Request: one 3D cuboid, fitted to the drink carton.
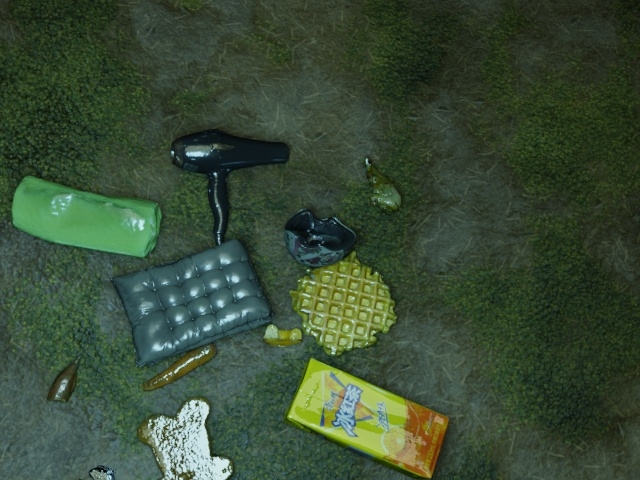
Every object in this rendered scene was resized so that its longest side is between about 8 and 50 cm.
[{"bbox_3d":[0.104,0.413,1.602,0.351,0.111,0.154,23,67,0],"label":"drink carton"}]

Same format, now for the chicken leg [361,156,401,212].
[{"bbox_3d":[0.151,-0.147,1.834,0.093,0.070,0.178,-9,63,-31],"label":"chicken leg"}]

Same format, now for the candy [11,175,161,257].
[{"bbox_3d":[-0.554,-0.055,1.649,0.344,0.132,0.142,13,111,-3],"label":"candy"}]

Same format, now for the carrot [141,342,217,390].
[{"bbox_3d":[-0.325,0.296,1.604,0.191,0.047,0.047,-33,79,-13],"label":"carrot"}]

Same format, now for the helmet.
[{"bbox_3d":[-0.010,0.010,1.718,0.177,0.107,0.153,20,30,3],"label":"helmet"}]

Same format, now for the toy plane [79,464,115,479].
[{"bbox_3d":[-0.460,0.523,1.502,0.121,0.031,0.049,21,74,0],"label":"toy plane"}]

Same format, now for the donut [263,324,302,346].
[{"bbox_3d":[-0.089,0.226,1.659,0.083,0.067,0.038,-15,51,19],"label":"donut"}]

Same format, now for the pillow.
[{"bbox_3d":[-0.298,0.136,1.608,0.326,0.101,0.228,-21,70,-10],"label":"pillow"}]

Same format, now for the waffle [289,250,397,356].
[{"bbox_3d":[0.059,0.156,1.718,0.254,0.052,0.245,-27,76,-17],"label":"waffle"}]

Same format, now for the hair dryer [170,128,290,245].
[{"bbox_3d":[-0.222,-0.106,1.756,0.304,0.120,0.359,1,80,-25],"label":"hair dryer"}]

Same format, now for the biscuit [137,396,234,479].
[{"bbox_3d":[-0.291,0.512,1.527,0.197,0.049,0.301,-20,74,-7],"label":"biscuit"}]

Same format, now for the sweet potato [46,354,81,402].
[{"bbox_3d":[-0.566,0.310,1.550,0.049,0.049,0.117,24,68,-1],"label":"sweet potato"}]
